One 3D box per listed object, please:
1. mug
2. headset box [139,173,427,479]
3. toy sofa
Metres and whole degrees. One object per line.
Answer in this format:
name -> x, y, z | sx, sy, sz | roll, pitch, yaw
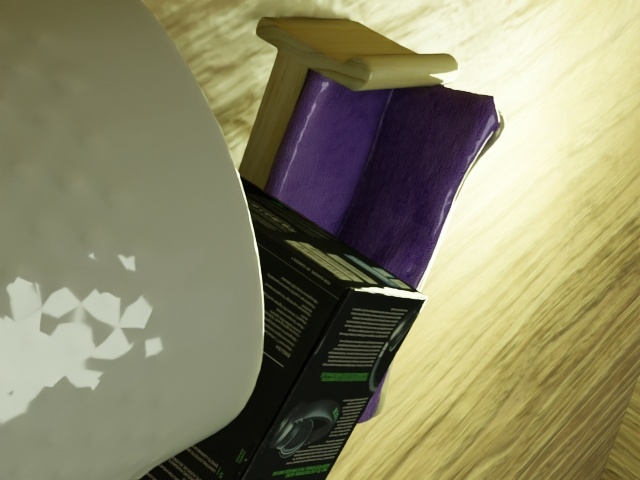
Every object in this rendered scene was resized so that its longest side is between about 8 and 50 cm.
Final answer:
mug -> -0.247, -0.011, 0.470 | 0.328, 0.276, 0.374 | -24, 109, -35
headset box -> -0.104, 0.099, 0.781 | 0.131, 0.246, 0.283 | 12, 108, -60
toy sofa -> 0.000, 0.000, 0.920 | 0.150, 0.177, 0.362 | -13, 131, -53
